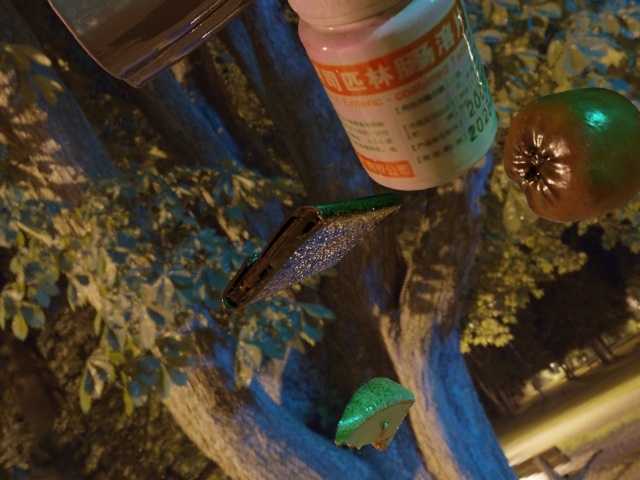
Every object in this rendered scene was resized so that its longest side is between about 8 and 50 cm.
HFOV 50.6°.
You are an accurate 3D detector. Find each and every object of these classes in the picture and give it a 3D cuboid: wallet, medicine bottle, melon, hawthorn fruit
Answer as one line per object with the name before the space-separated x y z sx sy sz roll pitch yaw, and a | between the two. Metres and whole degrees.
wallet | 0.000 0.000 0.707 0.133 0.039 0.243 -45 -12 22
medicine bottle | 0.094 -0.270 0.912 0.219 0.219 0.388 -31 -48 -2
melon | 0.070 0.234 0.910 0.098 0.054 0.182 -66 -27 -6
hawthorn fruit | 0.542 -0.178 1.377 0.300 0.268 0.268 -17 -23 -16

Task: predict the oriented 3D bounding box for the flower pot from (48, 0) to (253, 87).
flower pot | -0.150 -0.323 0.650 0.243 0.265 0.265 -30 -19 5
